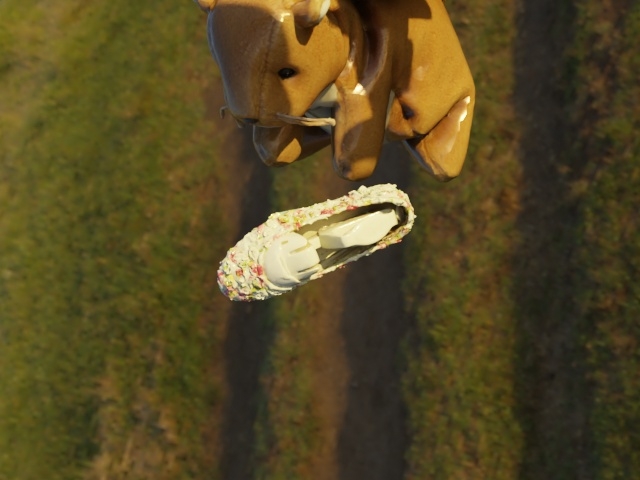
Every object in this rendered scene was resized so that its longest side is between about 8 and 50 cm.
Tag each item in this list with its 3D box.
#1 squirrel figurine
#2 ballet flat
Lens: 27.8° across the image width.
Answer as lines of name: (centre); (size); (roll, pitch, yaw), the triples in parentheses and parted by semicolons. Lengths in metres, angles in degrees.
squirrel figurine: (0.013, -0.274, 1.572); (0.281, 0.370, 0.397); (19, 93, 34)
ballet flat: (0.000, 0.000, 1.434); (0.091, 0.241, 0.077); (68, 164, -17)
